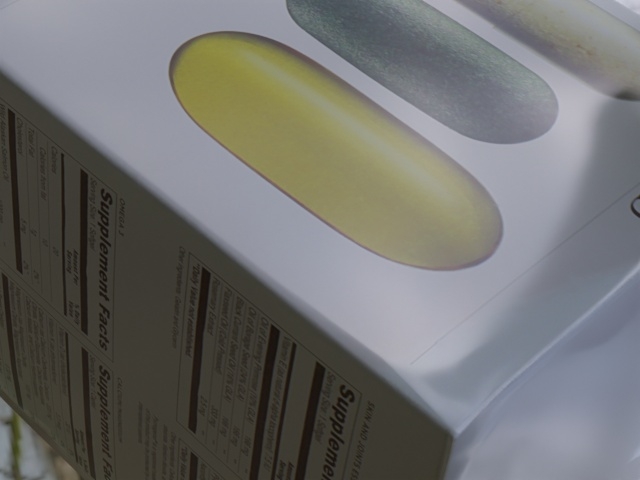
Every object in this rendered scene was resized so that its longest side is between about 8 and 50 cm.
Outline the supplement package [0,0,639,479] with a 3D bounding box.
[{"bbox_3d":[0.000,0.000,0.536,0.263,0.199,0.198,38,-37,26],"label":"supplement package"}]
